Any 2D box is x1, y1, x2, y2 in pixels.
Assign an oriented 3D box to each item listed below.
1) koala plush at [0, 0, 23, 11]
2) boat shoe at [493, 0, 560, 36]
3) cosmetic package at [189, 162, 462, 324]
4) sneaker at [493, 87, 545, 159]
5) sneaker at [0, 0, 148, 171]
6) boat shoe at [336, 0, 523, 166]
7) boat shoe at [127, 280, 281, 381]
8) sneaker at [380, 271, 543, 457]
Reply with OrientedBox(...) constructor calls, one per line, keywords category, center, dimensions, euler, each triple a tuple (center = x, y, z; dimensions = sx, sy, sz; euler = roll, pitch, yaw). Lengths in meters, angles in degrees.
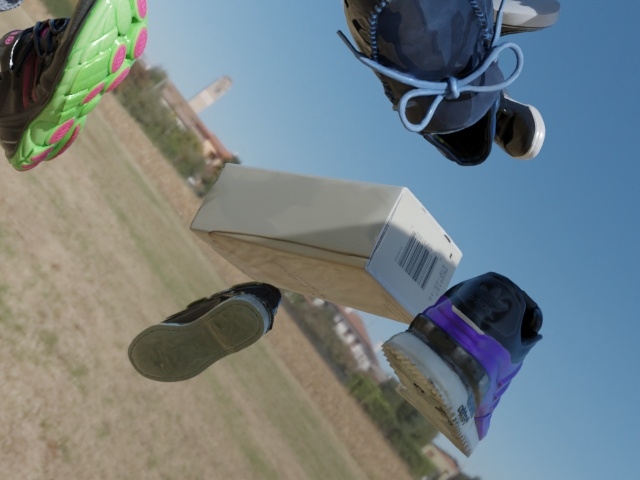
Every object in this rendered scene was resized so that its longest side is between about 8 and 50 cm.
OrientedBox(category="koala plush", center=(-0.423, -0.427, 1.039), dimensions=(0.203, 0.221, 0.196), euler=(21, 53, -63))
OrientedBox(category="boat shoe", center=(0.273, -0.393, 1.382), dimensions=(0.306, 0.113, 0.104), euler=(8, -48, 21))
OrientedBox(category="cosmetic package", center=(0.000, 0.000, 0.967), dimensions=(0.310, 0.113, 0.160), euler=(10, -24, 43))
OrientedBox(category="sneaker", center=(0.235, -0.183, 1.131), dimensions=(0.217, 0.121, 0.079), euler=(-108, -150, -61))
OrientedBox(category="sneaker", center=(-0.472, -0.303, 1.332), dimensions=(0.202, 0.483, 0.185), euler=(49, 37, -6))
OrientedBox(category="boat shoe", center=(0.093, -0.117, 0.521), dimensions=(0.258, 0.109, 0.089), euler=(16, 53, -65))
OrientedBox(category="boat shoe", center=(-0.144, 0.114, 0.955), dimensions=(0.081, 0.228, 0.068), euler=(61, 31, -11))
OrientedBox(category="sneaker", center=(0.151, 0.112, 0.730), dimensions=(0.102, 0.146, 0.293), euler=(42, -9, 21))
